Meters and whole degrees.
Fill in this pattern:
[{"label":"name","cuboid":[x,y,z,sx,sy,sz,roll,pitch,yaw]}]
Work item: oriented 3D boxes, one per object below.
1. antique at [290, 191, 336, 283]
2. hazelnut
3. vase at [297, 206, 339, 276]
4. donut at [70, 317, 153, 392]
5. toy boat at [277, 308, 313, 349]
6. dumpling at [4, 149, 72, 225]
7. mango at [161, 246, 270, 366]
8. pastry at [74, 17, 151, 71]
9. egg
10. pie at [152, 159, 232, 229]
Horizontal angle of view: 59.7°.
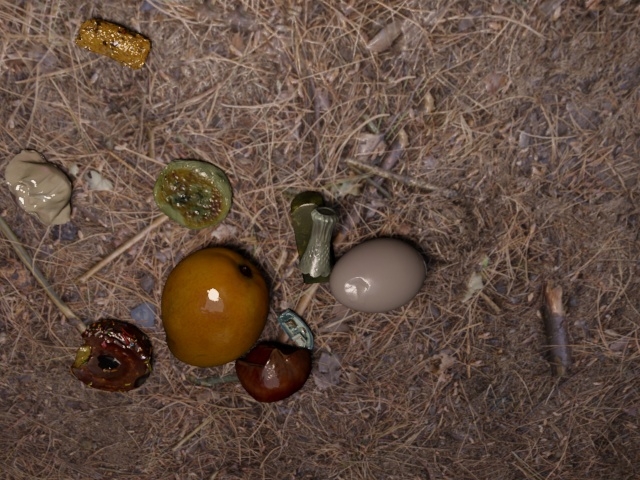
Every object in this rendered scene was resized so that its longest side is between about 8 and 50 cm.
[{"label":"antique","cuboid":[-0.016,-0.010,1.334,0.081,0.080,0.220,-6,119,5]},{"label":"hazelnut","cuboid":[-0.121,0.347,1.509,0.202,0.170,0.160,-24,94,-13]},{"label":"vase","cuboid":[0.000,0.000,1.252,0.081,0.081,0.148,10,115,-4]},{"label":"donut","cuboid":[-0.565,0.313,1.534,0.216,0.096,0.230,13,120,-9]},{"label":"toy boat","cuboid":[-0.062,0.245,1.493,0.059,0.066,0.140,-30,116,14]},{"label":"dumpling","cuboid":[-0.636,-0.113,1.264,0.108,0.127,0.188,-14,113,18]},{"label":"mango","cuboid":[-0.268,0.183,1.382,0.264,0.221,0.378,18,130,-14]},{"label":"pastry","cuboid":[-0.418,-0.401,1.131,0.140,0.056,0.080,22,126,-18]},{"label":"egg","cuboid":[0.131,0.084,1.315,0.232,0.176,0.176,-9,123,-22]},{"label":"pie","cuboid":[-0.300,-0.105,1.308,0.187,0.041,0.186,1,122,2]}]
